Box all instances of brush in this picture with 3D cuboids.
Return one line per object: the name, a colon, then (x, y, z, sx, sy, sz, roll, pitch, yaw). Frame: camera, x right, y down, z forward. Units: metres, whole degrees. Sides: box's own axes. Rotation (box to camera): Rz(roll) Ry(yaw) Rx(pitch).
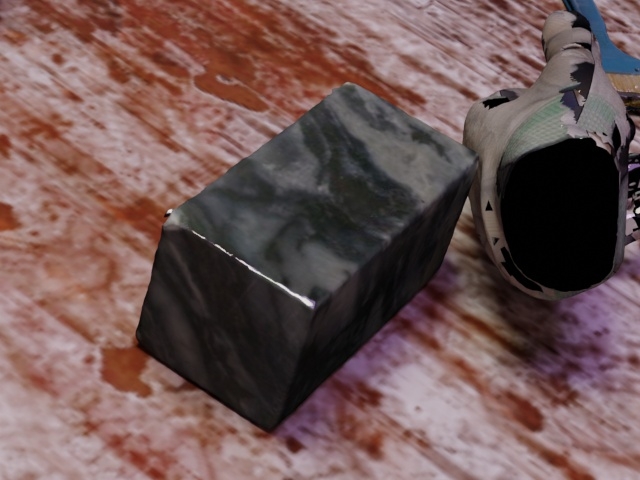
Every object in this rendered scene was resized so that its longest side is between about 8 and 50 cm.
brush: (0.181, -0.137, 1.213, 0.051, 0.014, 0.164, 3, 40, -19)

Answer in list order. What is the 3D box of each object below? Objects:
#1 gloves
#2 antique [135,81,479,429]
gloves: (0.126, -0.044, 1.005, 0.111, 0.128, 0.212, -29, 12, 6)
antique: (0.000, 0.000, 0.926, 0.088, 0.086, 0.183, 32, 41, 16)
